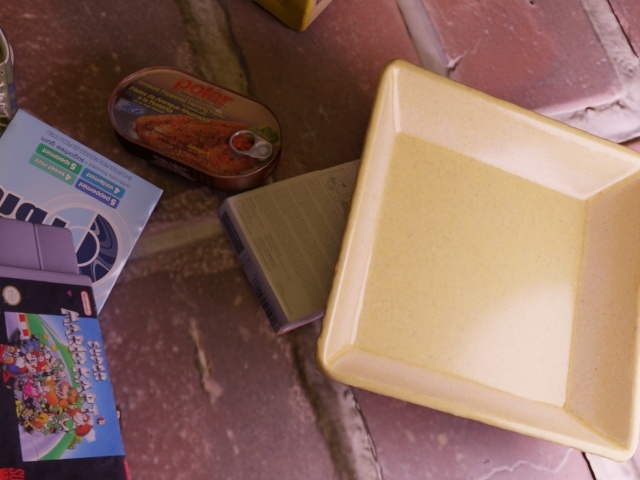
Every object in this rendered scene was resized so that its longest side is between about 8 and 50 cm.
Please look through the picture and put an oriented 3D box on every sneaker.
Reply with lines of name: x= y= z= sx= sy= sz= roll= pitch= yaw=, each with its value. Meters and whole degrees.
sneaker: x=-0.336 y=-0.143 z=0.741 sx=0.064 sy=0.086 sz=0.192 roll=-7 pitch=73 yaw=-12

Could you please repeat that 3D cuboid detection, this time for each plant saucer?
plant saucer: x=0.171 y=0.023 z=0.763 sx=0.332 sy=0.081 sz=0.333 roll=18 pitch=70 yaw=-11

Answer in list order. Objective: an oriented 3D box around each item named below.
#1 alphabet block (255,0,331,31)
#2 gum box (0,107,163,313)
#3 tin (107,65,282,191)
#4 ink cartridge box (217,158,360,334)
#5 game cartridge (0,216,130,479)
alphabet block: x=-0.023 y=-0.391 z=0.823 sx=0.192 sy=0.193 sz=0.197 roll=36 pitch=70 yaw=5
gum box: x=-0.262 y=-0.006 z=0.710 sx=0.157 sy=0.041 sz=0.184 roll=31 pitch=69 yaw=-19
tin: x=-0.129 y=-0.117 z=0.779 sx=0.189 sy=0.040 sz=0.106 roll=24 pitch=67 yaw=11
ink cartridge box: x=0.000 y=0.000 z=0.788 sx=0.179 sy=0.045 sz=0.145 roll=-19 pitch=75 yaw=-34
game cartridge: x=-0.252 y=0.124 z=0.518 sx=0.230 sy=0.068 sz=0.355 roll=7 pitch=49 yaw=-40
